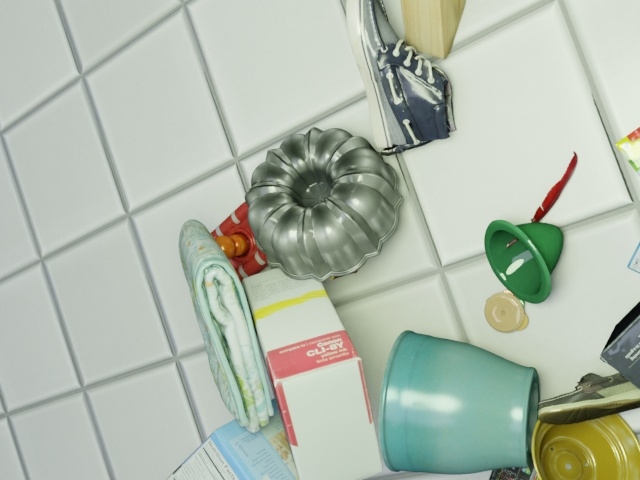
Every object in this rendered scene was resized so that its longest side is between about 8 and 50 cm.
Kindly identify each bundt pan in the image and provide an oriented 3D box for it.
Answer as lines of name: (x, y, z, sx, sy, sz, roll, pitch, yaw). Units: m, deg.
bundt pan: (-0.007, -0.090, 1.493, 0.330, 0.124, 0.331, -9, 62, 16)

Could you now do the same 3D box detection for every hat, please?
hat: (0.431, -0.007, 1.387, 0.173, 0.183, 0.209, 53, 162, 22)

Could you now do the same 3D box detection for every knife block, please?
knife block: (0.188, -0.480, 1.336, 0.088, 0.242, 0.276, 26, 110, 27)

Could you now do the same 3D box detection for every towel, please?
towel: (-0.206, 0.168, 1.529, 0.320, 0.090, 0.375, -144, 40, -65)

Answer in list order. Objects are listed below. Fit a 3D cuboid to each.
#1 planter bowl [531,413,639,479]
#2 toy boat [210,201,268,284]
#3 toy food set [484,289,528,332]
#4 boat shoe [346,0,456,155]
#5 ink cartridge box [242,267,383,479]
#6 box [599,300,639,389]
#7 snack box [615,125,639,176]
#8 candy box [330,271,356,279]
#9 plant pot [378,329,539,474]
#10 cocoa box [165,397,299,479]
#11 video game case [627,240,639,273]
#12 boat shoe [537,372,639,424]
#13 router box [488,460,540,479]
planter bowl: (0.470, 0.405, 1.359, 0.217, 0.217, 0.090, 51, 155, 15)
toy boat: (-0.197, 0.013, 1.708, 0.231, 0.151, 0.151, -40, 76, 30)
toy food set: (0.360, 0.139, 1.455, 0.083, 0.020, 0.083, -15, 89, 33)
boat shoe: (0.162, -0.337, 1.431, 0.158, 0.127, 0.341, -5, 115, 27)
ink cartridge box: (-0.024, 0.250, 1.463, 0.160, 0.385, 0.279, -17, 118, -7)
box: (0.680, 0.148, 1.153, 0.312, 0.179, 0.343, 43, 118, 16)
snack box: (0.622, -0.150, 1.208, 0.207, 0.070, 0.175, -38, 76, 26)
candy box: (0.000, 0.000, 1.608, 0.186, 0.109, 0.053, 44, 115, 20)
plant pot: (0.273, 0.317, 1.404, 0.255, 0.271, 0.272, 3, 99, 25)
cocoa box: (-0.118, 0.502, 1.617, 0.231, 0.347, 0.228, 50, 119, 16)
video game case: (0.619, -0.001, 1.275, 0.119, 0.015, 0.166, 29, 112, 26)
boat shoe: (0.490, 0.272, 1.326, 0.223, 0.080, 0.074, -11, 57, 2)
router box: (0.393, 0.452, 1.472, 0.092, 0.038, 0.123, 24, 110, 28)
